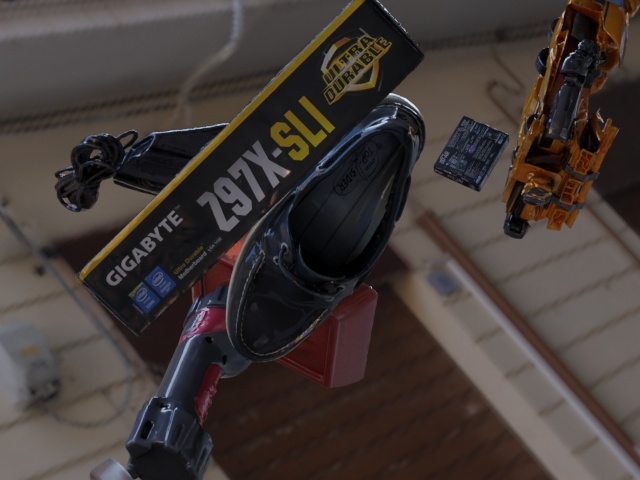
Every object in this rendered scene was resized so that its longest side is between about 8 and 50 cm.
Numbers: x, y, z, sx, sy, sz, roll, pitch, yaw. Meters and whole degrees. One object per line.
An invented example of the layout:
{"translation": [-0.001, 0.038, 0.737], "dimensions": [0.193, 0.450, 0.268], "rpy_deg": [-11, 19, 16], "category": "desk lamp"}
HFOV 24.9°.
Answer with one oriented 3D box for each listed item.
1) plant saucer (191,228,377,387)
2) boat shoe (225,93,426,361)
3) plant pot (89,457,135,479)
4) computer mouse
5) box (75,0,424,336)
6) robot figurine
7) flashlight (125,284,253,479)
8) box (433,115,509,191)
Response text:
{"translation": [-0.061, 0.082, 1.809], "dimensions": [0.048, 0.258, 0.259], "rpy_deg": [-58, -13, -28], "category": "plant saucer"}
{"translation": [0.004, 0.002, 1.553], "dimensions": [0.340, 0.127, 0.113], "rpy_deg": [-51, 11, 13], "category": "boat shoe"}
{"translation": [-0.213, 0.370, 1.619], "dimensions": [0.109, 0.237, 0.237], "rpy_deg": [-34, -19, -17], "category": "plant pot"}
{"translation": [-0.154, -0.076, 1.636], "dimensions": [0.272, 0.072, 0.188], "rpy_deg": [-11, -12, -23], "category": "computer mouse"}
{"translation": [-0.051, -0.072, 1.238], "dimensions": [0.322, 0.079, 0.257], "rpy_deg": [-44, 6, 7], "category": "box"}
{"translation": [0.247, -0.133, 1.436], "dimensions": [0.211, 0.085, 0.291], "rpy_deg": [105, -176, -47], "category": "robot figurine"}
{"translation": [-0.136, 0.174, 1.668], "dimensions": [0.304, 0.103, 0.103], "rpy_deg": [-75, -13, -56], "category": "flashlight"}
{"translation": [0.192, -0.111, 1.848], "dimensions": [0.083, 0.067, 0.018], "rpy_deg": [-59, -20, -17], "category": "box"}
